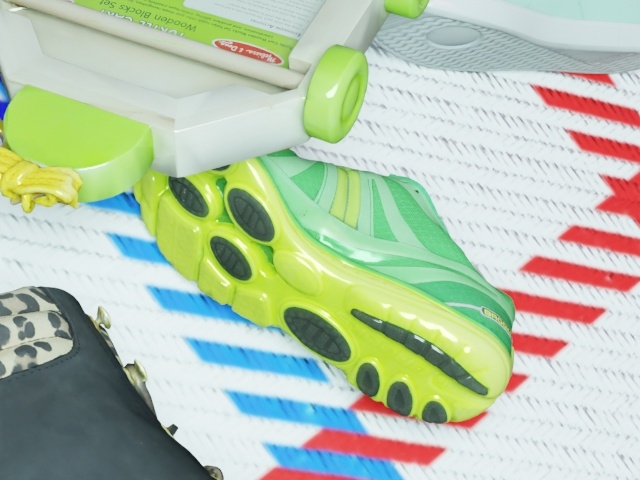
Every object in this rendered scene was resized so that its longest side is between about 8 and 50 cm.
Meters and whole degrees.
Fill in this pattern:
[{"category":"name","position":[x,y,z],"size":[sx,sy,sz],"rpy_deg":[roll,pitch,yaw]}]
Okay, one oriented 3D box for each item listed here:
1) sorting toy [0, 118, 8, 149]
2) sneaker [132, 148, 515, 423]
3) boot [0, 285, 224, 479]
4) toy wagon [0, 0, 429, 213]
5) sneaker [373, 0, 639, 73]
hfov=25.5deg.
[{"category":"sorting toy","position":[-0.318,-0.096,0.839],"size":[0.274,0.046,0.132],"rpy_deg":[32,65,-7]},{"category":"sneaker","position":[0.000,0.000,0.910],"size":[0.295,0.109,0.123],"rpy_deg":[39,35,0]},{"category":"boot","position":[-0.065,0.155,0.773],"size":[0.377,0.138,0.284],"rpy_deg":[-7,46,-47]},{"category":"toy wagon","position":[-0.095,-0.131,0.850],"size":[0.267,0.068,0.344],"rpy_deg":[19,53,15]},{"category":"sneaker","position":[0.131,-0.203,1.010],"size":[0.256,0.094,0.151],"rpy_deg":[1,79,-30]}]
